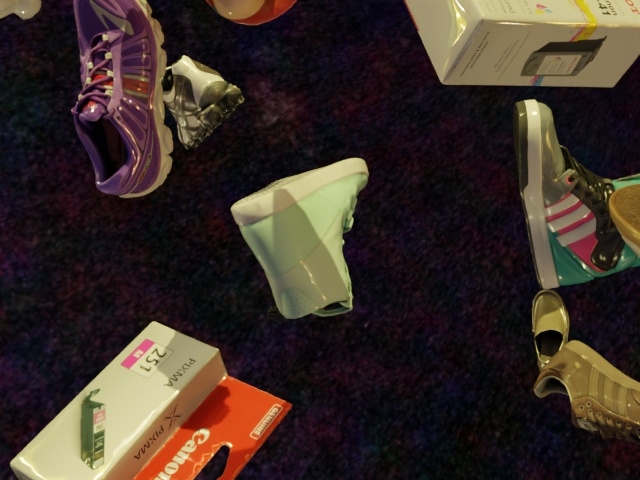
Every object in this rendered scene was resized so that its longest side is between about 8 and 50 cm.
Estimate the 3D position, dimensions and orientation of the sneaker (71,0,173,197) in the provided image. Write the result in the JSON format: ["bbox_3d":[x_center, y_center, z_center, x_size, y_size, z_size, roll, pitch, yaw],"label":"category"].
[{"bbox_3d":[-0.156,-0.116,0.637,0.068,0.071,0.169,-8,97,25],"label":"sneaker"}]

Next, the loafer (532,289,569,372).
[{"bbox_3d":[0.357,0.140,1.304,0.056,0.148,0.050,-8,151,16],"label":"loafer"}]

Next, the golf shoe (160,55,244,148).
[{"bbox_3d":[-0.154,-0.173,1.025,0.094,0.077,0.198,44,162,-9],"label":"golf shoe"}]

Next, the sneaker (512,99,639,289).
[{"bbox_3d":[0.339,-0.059,1.037,0.179,0.123,0.295,-10,134,15],"label":"sneaker"}]

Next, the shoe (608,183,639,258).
[{"bbox_3d":[0.338,0.012,0.810,0.077,0.219,0.058,-13,120,0],"label":"shoe"}]

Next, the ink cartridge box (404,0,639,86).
[{"bbox_3d":[0.290,-0.343,1.215,0.131,0.306,0.226,117,140,-51],"label":"ink cartridge box"}]

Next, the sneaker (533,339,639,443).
[{"bbox_3d":[0.286,0.168,0.815,0.071,0.188,0.066,-42,121,-6],"label":"sneaker"}]

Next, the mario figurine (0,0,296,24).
[{"bbox_3d":[-0.091,-0.198,0.507,0.198,0.320,0.170,15,97,24],"label":"mario figurine"}]

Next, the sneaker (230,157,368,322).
[{"bbox_3d":[-0.001,0.000,0.916,0.094,0.256,0.151,-16,99,28],"label":"sneaker"}]

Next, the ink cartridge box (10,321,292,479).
[{"bbox_3d":[-0.211,0.246,1.079,0.239,0.275,0.060,17,138,31],"label":"ink cartridge box"}]
